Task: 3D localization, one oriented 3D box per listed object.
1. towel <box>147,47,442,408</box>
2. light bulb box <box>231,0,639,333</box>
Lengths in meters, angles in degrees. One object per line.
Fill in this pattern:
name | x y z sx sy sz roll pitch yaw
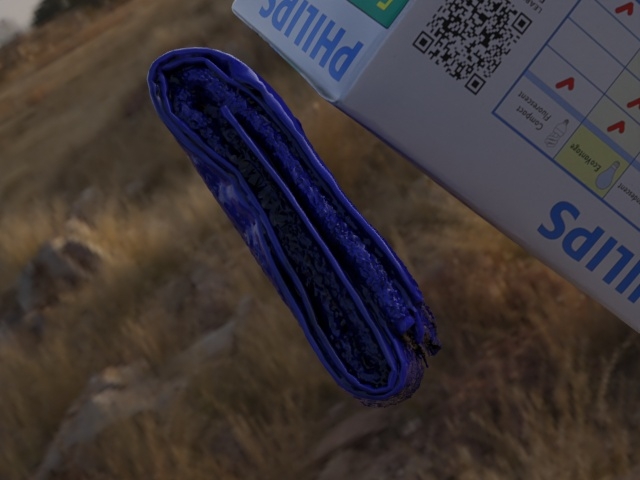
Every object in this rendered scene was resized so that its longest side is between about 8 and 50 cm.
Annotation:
towel | 0.000 0.000 0.896 0.076 0.228 0.308 -33 -9 0
light bulb box | 0.198 -0.183 1.004 0.361 0.358 0.225 -52 31 7
